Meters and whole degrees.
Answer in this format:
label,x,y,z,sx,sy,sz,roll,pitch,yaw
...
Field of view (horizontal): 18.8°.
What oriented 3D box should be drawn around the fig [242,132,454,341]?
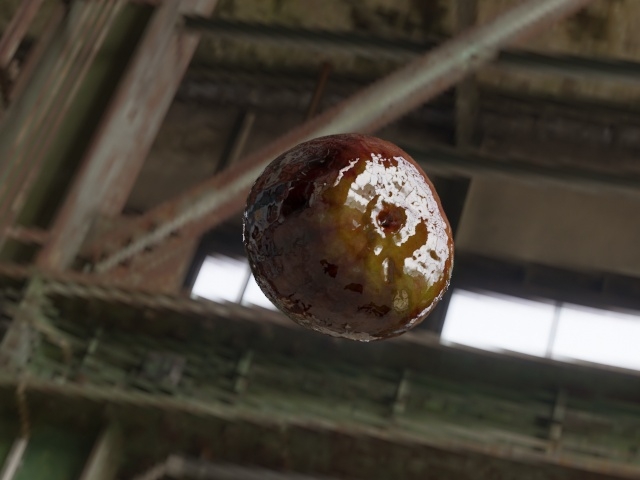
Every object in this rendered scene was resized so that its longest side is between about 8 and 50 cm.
label,x,y,z,sx,sy,sz,roll,pitch,yaw
fig,0.000,-0.005,1.445,0.202,0.148,0.149,3,-51,28
